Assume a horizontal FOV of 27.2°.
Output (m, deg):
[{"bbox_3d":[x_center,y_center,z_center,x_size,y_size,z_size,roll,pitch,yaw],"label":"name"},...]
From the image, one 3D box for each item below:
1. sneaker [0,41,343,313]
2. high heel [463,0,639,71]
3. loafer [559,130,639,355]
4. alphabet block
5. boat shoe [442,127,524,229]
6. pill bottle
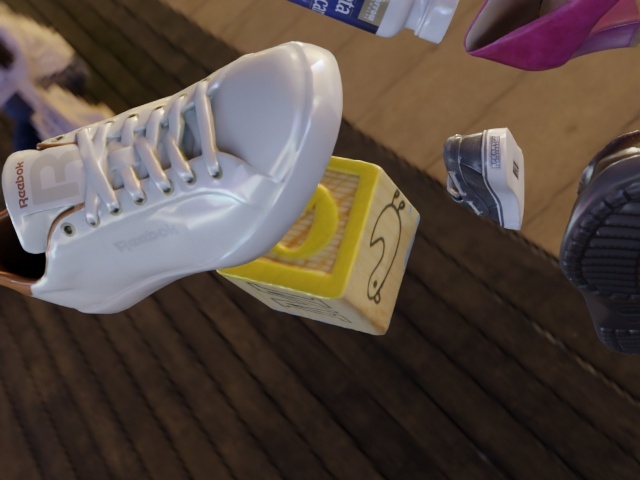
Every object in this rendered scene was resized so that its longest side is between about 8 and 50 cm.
[{"bbox_3d":[-0.109,-0.029,0.781,0.290,0.123,0.106,-34,57,40],"label":"sneaker"},{"bbox_3d":[0.152,-0.188,0.816,0.117,0.244,0.082,-7,69,-1],"label":"high heel"},{"bbox_3d":[0.273,-0.010,1.116,0.134,0.366,0.130,2,68,12],"label":"loafer"},{"bbox_3d":[0.000,0.000,1.778,0.193,0.197,0.192,11,78,23],"label":"alphabet block"},{"bbox_3d":[0.233,-0.085,1.894,0.102,0.301,0.108,1,79,15],"label":"boat shoe"},{"bbox_3d":[0.041,-0.240,1.196,0.094,0.169,0.094,-160,90,-87],"label":"pill bottle"}]
